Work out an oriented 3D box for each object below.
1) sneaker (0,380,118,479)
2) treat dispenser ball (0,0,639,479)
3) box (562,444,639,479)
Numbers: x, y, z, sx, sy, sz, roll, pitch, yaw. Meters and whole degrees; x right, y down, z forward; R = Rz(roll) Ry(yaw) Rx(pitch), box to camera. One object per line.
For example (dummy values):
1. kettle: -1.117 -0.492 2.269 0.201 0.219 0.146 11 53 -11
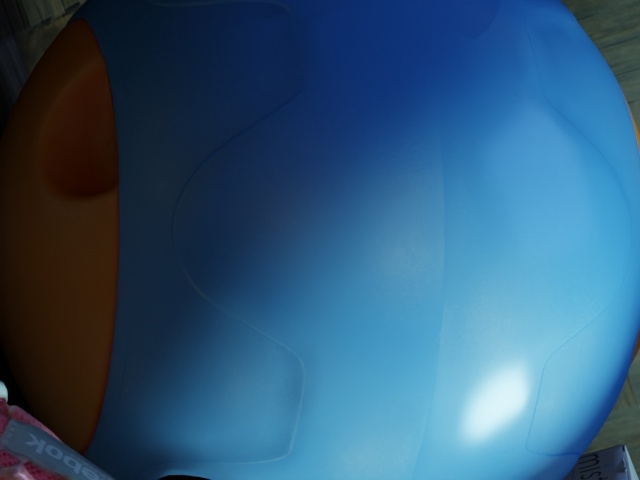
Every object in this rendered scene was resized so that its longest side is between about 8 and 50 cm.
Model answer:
1. sneaker: -0.119 0.056 0.504 0.116 0.136 0.314 -84 155 -70
2. treat dispenser ball: 0.000 0.000 0.852 0.288 0.288 0.288 -17 90 -81
3. box: 0.098 0.248 1.167 0.262 0.231 0.127 -78 150 -73
